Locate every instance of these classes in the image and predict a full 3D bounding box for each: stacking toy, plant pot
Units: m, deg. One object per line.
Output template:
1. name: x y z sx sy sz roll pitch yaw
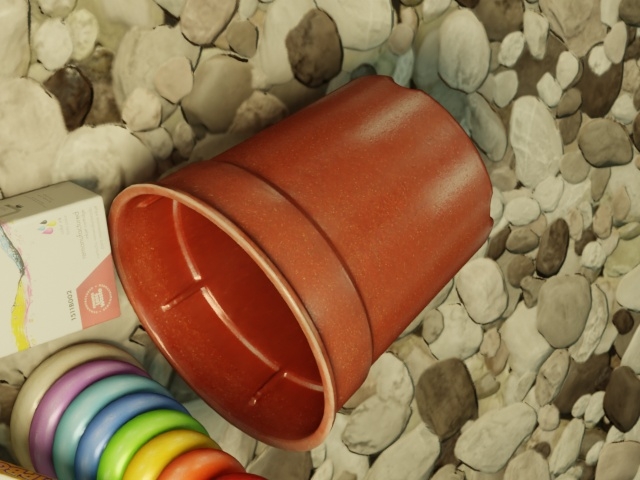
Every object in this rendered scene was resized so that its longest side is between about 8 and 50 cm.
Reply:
1. stacking toy: -0.130 0.197 1.120 0.141 0.330 0.141 -12 111 -33
2. plant pot: 0.000 0.000 1.214 0.265 0.272 0.272 -38 123 -30

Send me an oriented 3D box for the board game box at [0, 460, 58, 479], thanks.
1. board game box: -0.282 0.228 1.066 0.259 0.039 0.124 16 99 7

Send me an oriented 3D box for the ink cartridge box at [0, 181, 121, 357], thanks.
1. ink cartridge box: -0.275 0.035 1.131 0.198 0.067 0.115 -20 115 -30
